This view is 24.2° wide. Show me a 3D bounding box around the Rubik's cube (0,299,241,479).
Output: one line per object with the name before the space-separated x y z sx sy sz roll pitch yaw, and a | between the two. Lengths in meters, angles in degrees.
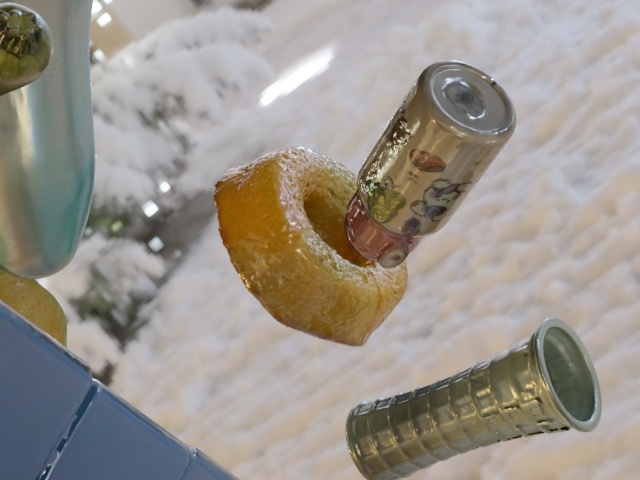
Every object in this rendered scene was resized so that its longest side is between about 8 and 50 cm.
Rubik's cube | -0.312 0.250 1.164 0.346 0.344 0.347 8 63 48

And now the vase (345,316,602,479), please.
vase | 0.177 0.209 1.812 0.298 0.143 0.143 -26 17 31

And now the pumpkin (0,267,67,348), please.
pumpkin | -0.512 0.145 1.940 0.332 0.332 0.199 -43 48 -21

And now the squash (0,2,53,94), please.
squash | -0.260 -0.144 1.165 0.069 0.069 0.258 -44 21 -22

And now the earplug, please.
earplug | -0.305 -0.122 1.548 0.185 0.324 0.185 -7 0 0

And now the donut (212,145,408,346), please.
donut | 0.000 0.000 1.952 0.110 0.303 0.303 -36 12 27

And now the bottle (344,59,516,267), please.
bottle | 0.107 -0.071 1.621 0.120 0.120 0.253 -51 -5 -45
